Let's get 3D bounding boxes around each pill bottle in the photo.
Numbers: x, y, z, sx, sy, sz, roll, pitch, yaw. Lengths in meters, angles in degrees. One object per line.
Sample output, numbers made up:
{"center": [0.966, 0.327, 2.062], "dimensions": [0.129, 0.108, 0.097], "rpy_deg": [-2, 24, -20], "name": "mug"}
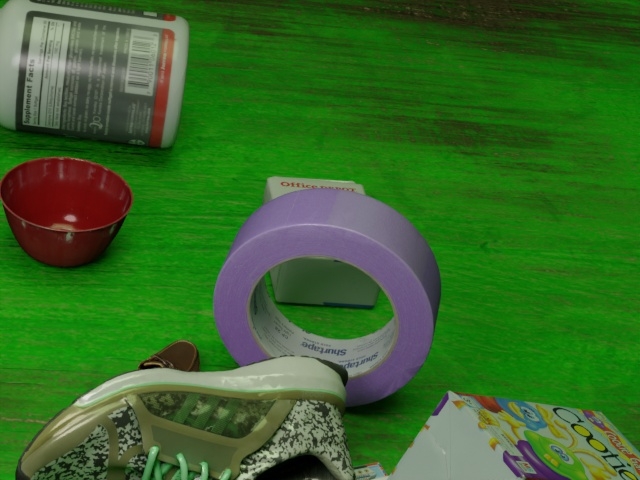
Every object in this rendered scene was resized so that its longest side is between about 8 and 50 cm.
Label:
{"center": [-0.392, -0.265, 2.184], "dimensions": [0.363, 0.210, 0.210], "rpy_deg": [7, 34, -8], "name": "pill bottle"}

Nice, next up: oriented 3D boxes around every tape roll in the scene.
{"center": [0.009, 0.074, 1.759], "dimensions": [0.275, 0.274, 0.090], "rpy_deg": [15, 34, 4], "name": "tape roll"}

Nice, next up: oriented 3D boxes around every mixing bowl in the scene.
{"center": [-0.352, -0.026, 1.948], "dimensions": [0.182, 0.098, 0.181], "rpy_deg": [8, 34, -5], "name": "mixing bowl"}

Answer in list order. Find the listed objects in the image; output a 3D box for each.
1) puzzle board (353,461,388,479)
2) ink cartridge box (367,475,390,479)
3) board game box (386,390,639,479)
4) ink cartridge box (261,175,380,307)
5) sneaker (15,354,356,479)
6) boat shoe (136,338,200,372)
{"center": [0.034, 0.304, 1.669], "dimensions": [0.128, 0.011, 0.096], "rpy_deg": [-6, 38, -26], "name": "puzzle board"}
{"center": [0.069, 0.343, 1.550], "dimensions": [0.092, 0.089, 0.143], "rpy_deg": [-7, 38, -26], "name": "ink cartridge box"}
{"center": [0.235, 0.274, 1.574], "dimensions": [0.275, 0.142, 0.144], "rpy_deg": [13, 26, -43], "name": "board game box"}
{"center": [0.000, 0.000, 2.033], "dimensions": [0.148, 0.085, 0.203], "rpy_deg": [4, 34, -13], "name": "ink cartridge box"}
{"center": [-0.132, 0.247, 1.594], "dimensions": [0.410, 0.158, 0.182], "rpy_deg": [-9, 51, -22], "name": "sneaker"}
{"center": [-0.196, 0.171, 1.743], "dimensions": [0.064, 0.060, 0.178], "rpy_deg": [21, 35, 13], "name": "boat shoe"}
